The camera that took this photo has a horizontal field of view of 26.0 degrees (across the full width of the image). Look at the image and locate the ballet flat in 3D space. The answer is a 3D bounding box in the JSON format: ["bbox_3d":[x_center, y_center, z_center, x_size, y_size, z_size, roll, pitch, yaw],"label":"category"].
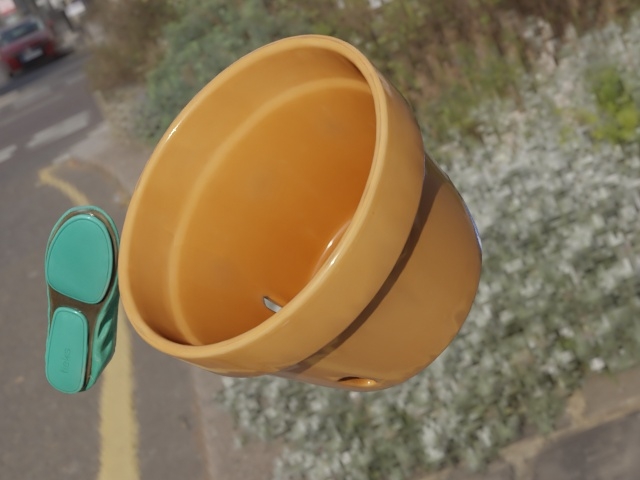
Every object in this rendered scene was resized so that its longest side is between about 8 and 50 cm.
[{"bbox_3d":[-0.247,0.049,1.471,0.083,0.247,0.087,20,35,9],"label":"ballet flat"}]

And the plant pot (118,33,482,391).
[{"bbox_3d":[0.000,0.000,1.176,0.291,0.203,0.291,-24,50,32],"label":"plant pot"}]
